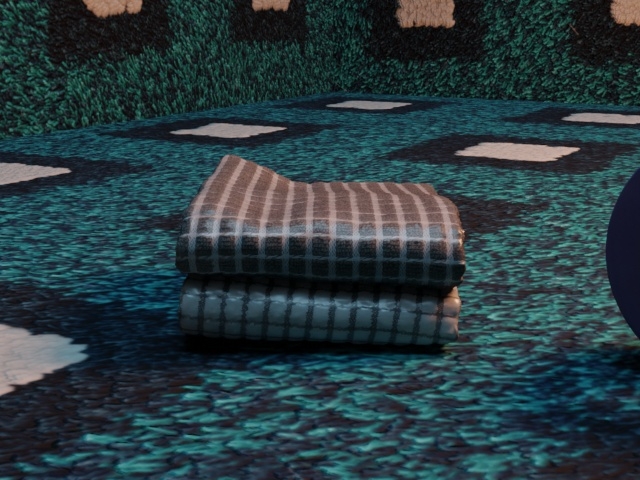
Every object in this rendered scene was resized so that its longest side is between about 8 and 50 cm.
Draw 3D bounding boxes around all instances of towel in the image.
[{"bbox_3d":[0.000,0.000,0.889,0.235,0.121,0.283,1,13,-1],"label":"towel"}]

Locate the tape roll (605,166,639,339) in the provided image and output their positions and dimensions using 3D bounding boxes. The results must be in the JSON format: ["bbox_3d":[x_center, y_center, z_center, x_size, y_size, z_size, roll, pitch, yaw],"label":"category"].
[{"bbox_3d":[0.309,0.008,0.707,0.189,0.188,0.080,10,17,36],"label":"tape roll"}]
